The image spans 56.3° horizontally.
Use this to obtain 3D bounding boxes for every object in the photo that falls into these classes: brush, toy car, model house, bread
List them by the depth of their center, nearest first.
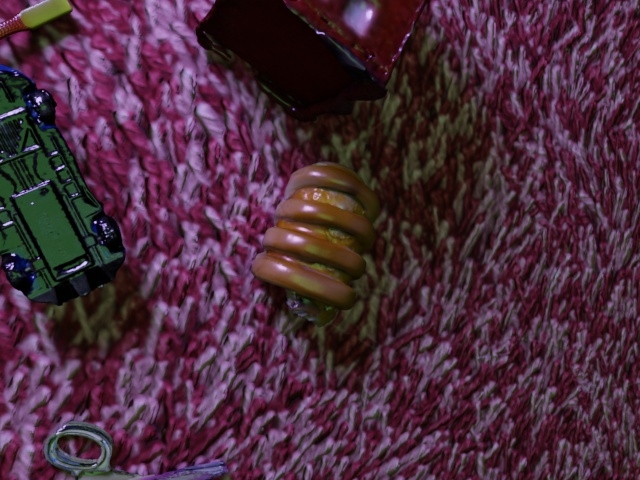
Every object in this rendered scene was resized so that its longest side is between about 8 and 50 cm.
[{"bbox_3d":[-0.258,-0.047,0.529,0.103,0.063,0.216,-28,99,-21],"label":"toy car"},{"bbox_3d":[-0.264,-0.196,0.538,0.083,0.021,0.018,-38,110,-24],"label":"brush"},{"bbox_3d":[0.018,-0.268,0.571,0.160,0.196,0.254,31,80,-22],"label":"model house"},{"bbox_3d":[0.000,0.000,0.644,0.119,0.084,0.177,23,80,-25],"label":"bread"}]

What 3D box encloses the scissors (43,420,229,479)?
[{"bbox_3d":[-0.186,0.253,0.606,0.187,0.020,0.133,11,85,-24],"label":"scissors"}]
